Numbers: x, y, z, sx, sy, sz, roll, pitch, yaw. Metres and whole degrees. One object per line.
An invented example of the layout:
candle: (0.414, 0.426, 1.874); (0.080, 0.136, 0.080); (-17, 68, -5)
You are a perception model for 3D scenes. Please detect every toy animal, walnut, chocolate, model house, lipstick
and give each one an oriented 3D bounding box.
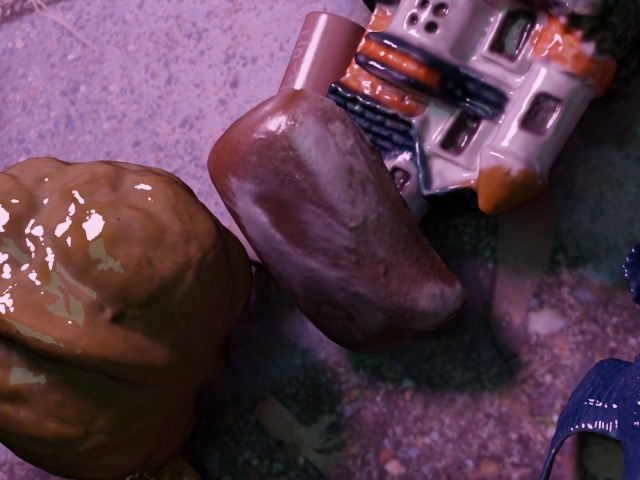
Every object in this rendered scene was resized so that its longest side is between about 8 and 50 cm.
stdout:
toy animal: (0.260, 0.124, 0.814); (0.176, 0.255, 0.239); (46, 137, 2)
walnut: (-0.211, 0.063, 0.946); (0.277, 0.253, 0.282); (25, 70, 25)
chocolate: (0.000, 0.000, 0.903); (0.157, 0.080, 0.254); (-26, 103, 43)
model house: (0.103, -0.114, 0.913); (0.271, 0.190, 0.300); (29, 93, 17)
lipstick: (-0.024, -0.096, 1.024); (0.070, 0.070, 0.254); (16, 82, 25)

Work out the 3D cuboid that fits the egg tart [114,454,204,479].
egg tart: (-0.159, 0.265, 0.992); (0.130, 0.052, 0.130); (-6, 73, 19)
